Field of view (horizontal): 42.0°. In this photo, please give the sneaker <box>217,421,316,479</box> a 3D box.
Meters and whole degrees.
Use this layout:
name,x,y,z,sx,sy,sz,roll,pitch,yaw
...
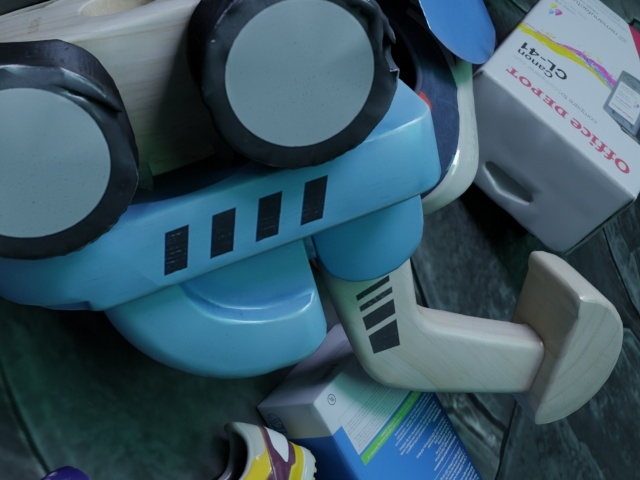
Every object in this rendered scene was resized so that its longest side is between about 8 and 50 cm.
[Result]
name,x,y,z,sx,sy,sz,roll,pitch,yaw
sneaker,-0.066,0.229,0.625,0.084,0.070,0.185,32,50,-25

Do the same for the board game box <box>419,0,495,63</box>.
name,x,y,z,sx,sy,sz,roll,pitch,yaw
board game box,0.096,-0.226,0.737,0.133,0.033,0.168,-16,84,-54

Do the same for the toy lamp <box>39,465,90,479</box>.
name,x,y,z,sx,sy,sz,roll,pitch,yaw
toy lamp,-0.251,0.183,0.437,0.275,0.080,0.080,0,78,-48

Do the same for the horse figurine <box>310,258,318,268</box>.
name,x,y,z,sx,sy,sz,roll,pitch,yaw
horse figurine,-0.007,-0.036,0.759,0.263,0.066,0.174,26,53,-35

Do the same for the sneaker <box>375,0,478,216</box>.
name,x,y,z,sx,sy,sz,roll,pitch,yaw
sneaker,0.060,-0.193,0.790,0.148,0.131,0.349,30,41,-35

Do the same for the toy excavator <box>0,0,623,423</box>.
name,x,y,z,sx,sy,sz,roll,pitch,yaw
toy excavator,0.000,0.000,0.603,0.433,0.222,0.445,-20,124,-8

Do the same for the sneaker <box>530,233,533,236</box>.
name,x,y,z,sx,sy,sz,roll,pitch,yaw
sneaker,0.299,-0.072,1.075,0.063,0.073,0.162,50,48,-24

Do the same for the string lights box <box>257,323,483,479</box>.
name,x,y,z,sx,sy,sz,roll,pitch,yaw
string lights box,0.066,0.212,0.750,0.133,0.077,0.259,-41,108,-44

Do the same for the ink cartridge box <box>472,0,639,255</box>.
name,x,y,z,sx,sy,sz,roll,pitch,yaw
ink cartridge box,0.298,-0.162,1.011,0.226,0.131,0.306,40,47,1
